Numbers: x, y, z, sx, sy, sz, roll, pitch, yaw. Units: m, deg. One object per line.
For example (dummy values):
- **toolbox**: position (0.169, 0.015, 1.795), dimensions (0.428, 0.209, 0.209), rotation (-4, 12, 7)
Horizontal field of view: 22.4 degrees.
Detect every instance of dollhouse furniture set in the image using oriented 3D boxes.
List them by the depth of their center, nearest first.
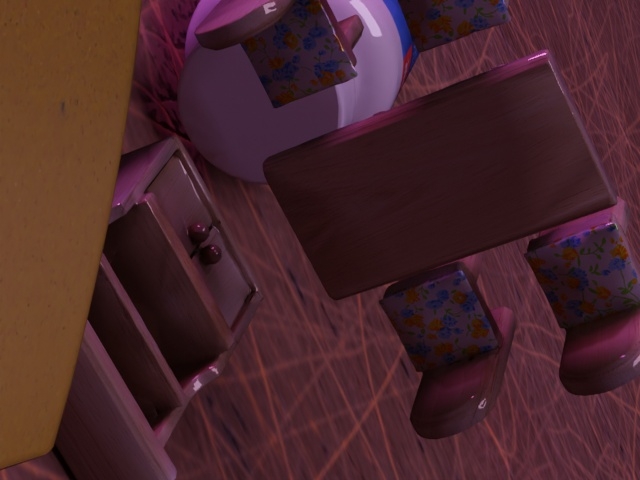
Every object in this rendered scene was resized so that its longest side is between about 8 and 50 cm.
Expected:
- **dollhouse furniture set**: position (0.000, 0.000, 0.702), dimensions (0.212, 0.242, 0.161), rotation (62, 25, -18)

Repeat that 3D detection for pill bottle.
- **pill bottle**: position (-0.006, -0.117, 0.931), dimensions (0.124, 0.124, 0.221), rotation (62, 25, -19)

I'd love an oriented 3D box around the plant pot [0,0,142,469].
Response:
- **plant pot**: position (-0.172, -0.022, 0.411), dimensions (0.212, 0.212, 0.187), rotation (-7, 91, -67)
